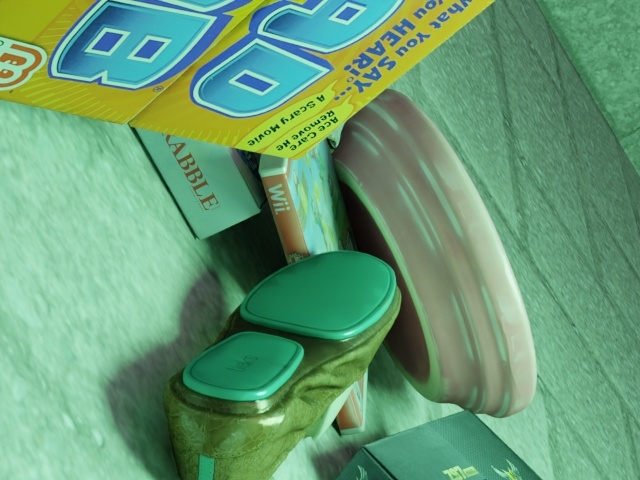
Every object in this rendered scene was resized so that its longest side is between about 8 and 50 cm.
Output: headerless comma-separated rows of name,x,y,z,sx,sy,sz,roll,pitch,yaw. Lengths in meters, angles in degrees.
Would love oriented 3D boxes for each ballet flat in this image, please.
ballet flat,-0.028,0.111,1.411,0.342,0.116,0.124,-46,147,-66

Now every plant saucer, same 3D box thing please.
plant saucer,0.091,0.023,1.764,0.332,0.084,0.332,61,-12,22

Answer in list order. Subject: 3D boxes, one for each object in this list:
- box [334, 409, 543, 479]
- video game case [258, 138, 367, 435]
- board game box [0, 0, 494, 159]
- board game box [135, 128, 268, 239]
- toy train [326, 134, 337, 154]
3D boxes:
box,0.132,0.240,1.613,0.183,0.059,0.233,44,21,20
video game case,0.000,0.000,1.646,0.204,0.025,0.285,-85,161,-55
board game box,-0.075,-0.320,1.315,0.356,0.356,0.356,9,54,-44
board game box,-0.123,-0.192,1.650,0.318,0.066,0.318,61,17,-10
toy train,-0.029,-0.134,1.921,0.158,0.027,0.036,46,13,-43
